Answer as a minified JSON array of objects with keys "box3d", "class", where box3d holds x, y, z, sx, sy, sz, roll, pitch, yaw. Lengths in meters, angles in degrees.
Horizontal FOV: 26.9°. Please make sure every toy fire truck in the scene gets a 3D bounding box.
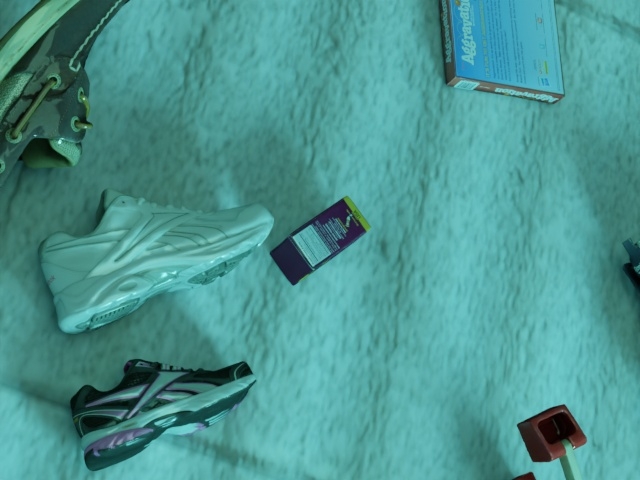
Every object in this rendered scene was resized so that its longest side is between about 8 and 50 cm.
[{"box3d":[0.226,0.262,1.276,0.047,0.135,0.192,-20,81,-29],"class":"toy fire truck"}]

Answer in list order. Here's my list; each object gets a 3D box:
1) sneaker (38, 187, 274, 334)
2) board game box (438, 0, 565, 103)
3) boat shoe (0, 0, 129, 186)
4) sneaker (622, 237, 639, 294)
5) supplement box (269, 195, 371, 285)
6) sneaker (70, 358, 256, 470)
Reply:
[{"box3d":[-0.151,-0.006,1.229,0.232,0.090,0.115,-21,78,-31],"class":"sneaker"},{"box3d":[0.201,-0.298,1.535,0.145,0.027,0.281,7,69,-24],"class":"board game box"},{"box3d":[-0.265,-0.111,1.203,0.123,0.123,0.342,44,63,-14],"class":"boat shoe"},{"box3d":[0.376,0.070,1.443,0.153,0.094,0.235,36,60,-8],"class":"sneaker"},{"box3d":[0.000,0.000,1.315,0.083,0.055,0.043,-35,88,-30],"class":"supplement box"},{"box3d":[-0.141,0.134,1.194,0.178,0.072,0.077,-17,68,-35],"class":"sneaker"}]
